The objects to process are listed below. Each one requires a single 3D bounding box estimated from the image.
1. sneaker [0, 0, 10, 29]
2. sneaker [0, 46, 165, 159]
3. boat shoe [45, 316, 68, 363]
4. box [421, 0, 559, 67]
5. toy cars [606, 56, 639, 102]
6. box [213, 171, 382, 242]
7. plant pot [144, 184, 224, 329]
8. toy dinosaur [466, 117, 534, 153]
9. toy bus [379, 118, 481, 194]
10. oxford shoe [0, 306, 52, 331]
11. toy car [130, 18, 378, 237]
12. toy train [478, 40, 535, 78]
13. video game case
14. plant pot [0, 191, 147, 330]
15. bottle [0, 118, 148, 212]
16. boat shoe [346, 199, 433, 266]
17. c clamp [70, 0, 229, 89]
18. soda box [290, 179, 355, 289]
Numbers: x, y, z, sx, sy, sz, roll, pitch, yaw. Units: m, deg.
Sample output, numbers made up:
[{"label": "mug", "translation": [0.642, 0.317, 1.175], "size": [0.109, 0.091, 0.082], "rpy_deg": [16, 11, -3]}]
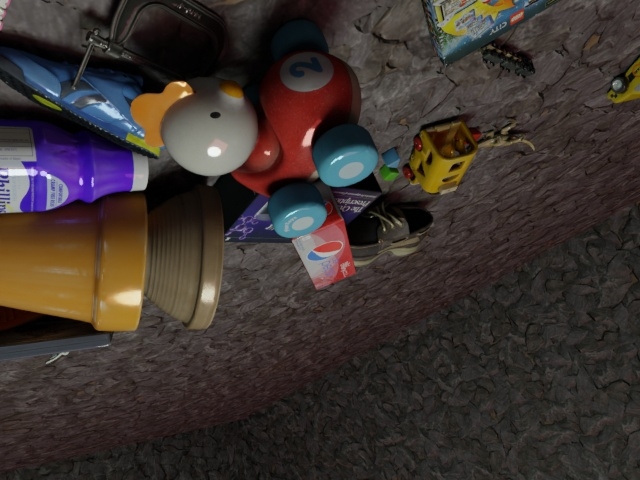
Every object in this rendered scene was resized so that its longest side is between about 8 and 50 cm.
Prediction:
[{"label": "sneaker", "translation": [-0.310, -0.219, 0.414], "size": [0.074, 0.063, 0.170], "rpy_deg": [-8, 157, -44]}, {"label": "sneaker", "translation": [-0.264, -0.173, 0.573], "size": [0.209, 0.069, 0.082], "rpy_deg": [26, 84, -44]}, {"label": "boat shoe", "translation": [-0.540, 0.186, 1.007], "size": [0.113, 0.105, 0.306], "rpy_deg": [-36, 153, 27]}, {"label": "box", "translation": [0.251, -0.352, 0.660], "size": [0.233, 0.044, 0.159], "rpy_deg": [-28, 156, 11]}, {"label": "toy cars", "translation": [0.770, -0.398, 0.972], "size": [0.393, 0.087, 0.176], "rpy_deg": [-37, 153, 28]}, {"label": "box", "translation": [-0.045, -0.081, 0.898], "size": [0.261, 0.103, 0.184], "rpy_deg": [1, 150, -43]}, {"label": "plant pot", "translation": [-0.235, 0.025, 0.799], "size": [0.109, 0.238, 0.237], "rpy_deg": [3, 147, -24]}, {"label": "toy dinosaur", "translation": [0.402, -0.223, 1.080], "size": [0.182, 0.053, 0.092], "rpy_deg": [-9, 169, -12]}, {"label": "toy bus", "translation": [0.241, -0.147, 1.007], "size": [0.191, 0.105, 0.202], "rpy_deg": [-37, 152, 30]}, {"label": "oxford shoe", "translation": [-0.487, 0.091, 0.838], "size": [0.363, 0.130, 0.133], "rpy_deg": [-9, 165, -19]}, {"label": "toy car", "translation": [-0.093, -0.143, 0.581], "size": [0.237, 0.219, 0.210], "rpy_deg": [3, 146, -39]}, {"label": "toy train", "translation": [0.313, -0.304, 0.827], "size": [0.158, 0.036, 0.027], "rpy_deg": [-2, 171, -41]}, {"label": "video game case", "translation": [-0.443, 0.152, 0.813], "size": [0.195, 0.026, 0.274], "rpy_deg": [-5, 180, -20]}, {"label": "plant pot", "translation": [-0.355, 0.025, 0.701], "size": [0.187, 0.205, 0.205], "rpy_deg": [4, 146, -25]}, {"label": "bottle", "translation": [-0.361, -0.089, 0.605], "size": [0.282, 0.092, 0.118], "rpy_deg": [-6, 150, -34]}, {"label": "boat shoe", "translation": [0.135, -0.036, 1.149], "size": [0.355, 0.132, 0.130], "rpy_deg": [-9, 144, -48]}, {"label": "c clamp", "translation": [-0.182, -0.215, 0.560], "size": [0.160, 0.022, 0.137], "rpy_deg": [4, 124, -48]}, {"label": "soda box", "translation": [0.000, 0.000, 0.879], "size": [0.092, 0.084, 0.263], "rpy_deg": [-22, 156, 0]}]
